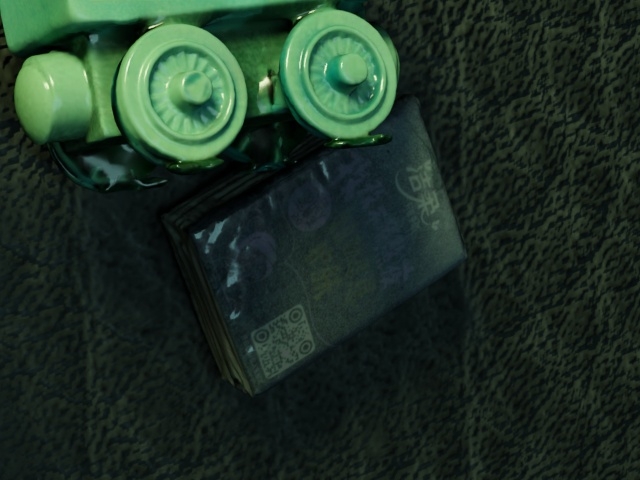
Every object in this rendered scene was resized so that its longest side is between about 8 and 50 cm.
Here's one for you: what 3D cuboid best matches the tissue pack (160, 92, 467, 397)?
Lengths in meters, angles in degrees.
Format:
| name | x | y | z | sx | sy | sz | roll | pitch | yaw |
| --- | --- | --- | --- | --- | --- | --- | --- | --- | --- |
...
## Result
| name | x | y | z | sx | sy | sz | roll | pitch | yaw |
| --- | --- | --- | --- | --- | --- | --- | --- | --- | --- |
| tissue pack | 0.000 | 0.000 | 1.033 | 0.156 | 0.051 | 0.112 | -32 | 120 | -22 |

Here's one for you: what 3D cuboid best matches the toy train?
| name | x | y | z | sx | sy | sz | roll | pitch | yaw |
| --- | --- | --- | --- | --- | --- | --- | --- | --- | --- |
| toy train | -0.056 | -0.112 | 0.922 | 0.203 | 0.112 | 0.163 | -10 | 89 | -32 |
